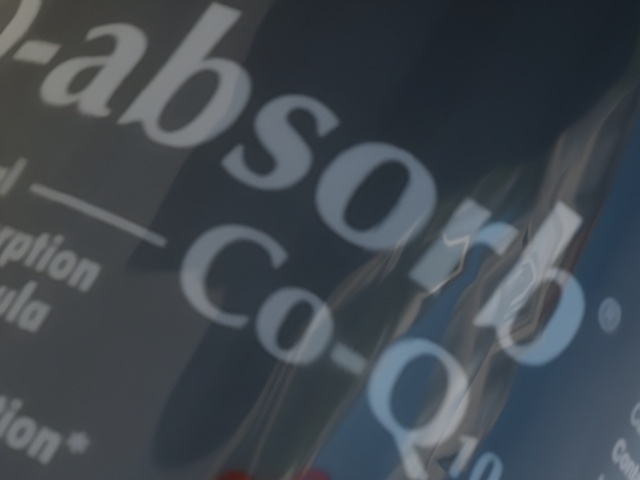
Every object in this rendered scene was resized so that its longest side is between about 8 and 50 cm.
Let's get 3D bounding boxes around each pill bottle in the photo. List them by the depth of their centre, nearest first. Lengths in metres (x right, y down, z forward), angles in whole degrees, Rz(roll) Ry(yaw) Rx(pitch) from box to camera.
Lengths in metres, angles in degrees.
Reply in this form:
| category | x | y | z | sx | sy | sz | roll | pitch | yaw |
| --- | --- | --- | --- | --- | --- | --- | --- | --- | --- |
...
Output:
| category | x | y | z | sx | sy | sz | roll | pitch | yaw |
| --- | --- | --- | --- | --- | --- | --- | --- | --- | --- |
| pill bottle | 0.000 | 0.000 | 0.493 | 0.363 | 0.210 | 0.210 | -60 | 177 | -19 |
